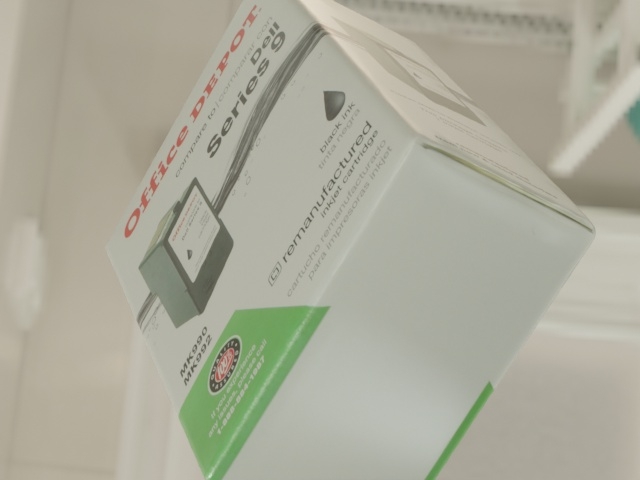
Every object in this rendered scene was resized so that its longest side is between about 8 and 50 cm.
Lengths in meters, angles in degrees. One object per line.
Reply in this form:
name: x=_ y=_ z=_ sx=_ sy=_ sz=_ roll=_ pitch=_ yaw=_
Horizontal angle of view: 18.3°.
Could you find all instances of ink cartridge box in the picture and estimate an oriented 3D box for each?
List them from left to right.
ink cartridge box: x=0.000 y=0.000 z=1.100 sx=0.122 sy=0.211 sz=0.289 roll=25 pitch=-166 yaw=-26
